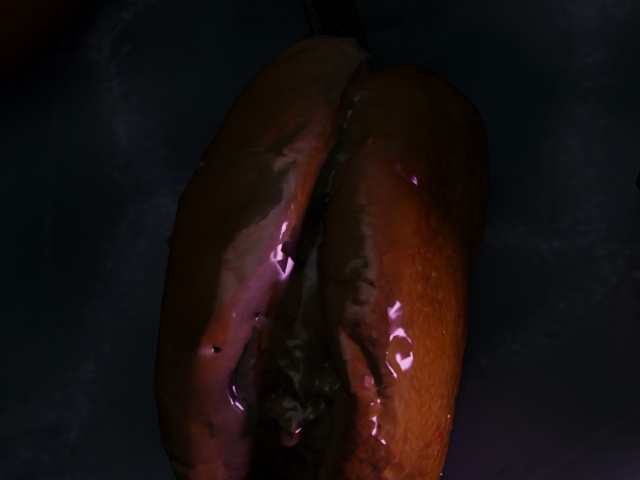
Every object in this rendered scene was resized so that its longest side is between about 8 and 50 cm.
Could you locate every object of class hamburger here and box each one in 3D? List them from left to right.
[{"bbox_3d":[0.000,0.000,0.617,0.144,0.157,0.283,3,56,16],"label":"hamburger"}]

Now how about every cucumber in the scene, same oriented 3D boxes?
[{"bbox_3d":[0.010,-0.138,0.800,0.034,0.033,0.135,13,47,-25],"label":"cucumber"}]

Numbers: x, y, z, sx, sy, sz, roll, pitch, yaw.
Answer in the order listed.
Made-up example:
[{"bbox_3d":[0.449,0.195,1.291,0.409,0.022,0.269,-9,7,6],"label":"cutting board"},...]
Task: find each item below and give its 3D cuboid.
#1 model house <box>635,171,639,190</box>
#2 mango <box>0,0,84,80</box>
[{"bbox_3d":[0.339,-0.060,0.552,0.280,0.245,0.312,39,90,10],"label":"model house"},{"bbox_3d":[-0.213,-0.188,0.844,0.138,0.113,0.253,10,49,25],"label":"mango"}]
